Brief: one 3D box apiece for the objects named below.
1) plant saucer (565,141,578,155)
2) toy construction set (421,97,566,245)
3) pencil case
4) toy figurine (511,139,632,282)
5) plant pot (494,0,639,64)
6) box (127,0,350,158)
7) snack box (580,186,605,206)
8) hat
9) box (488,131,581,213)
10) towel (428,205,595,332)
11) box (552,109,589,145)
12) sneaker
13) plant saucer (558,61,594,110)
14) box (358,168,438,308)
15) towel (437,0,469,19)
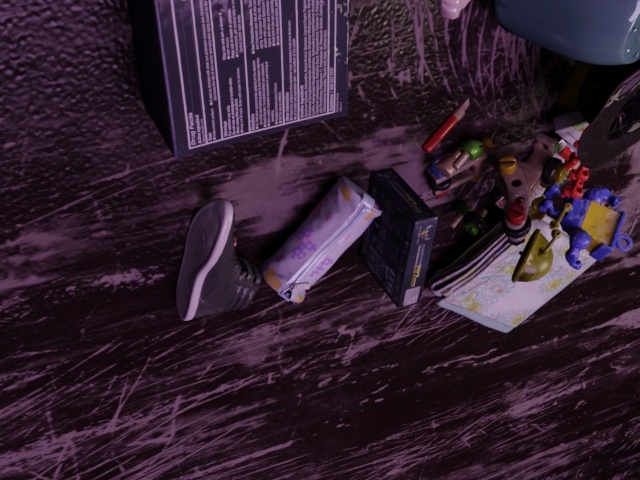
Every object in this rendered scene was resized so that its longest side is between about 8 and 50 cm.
[{"bbox_3d":[0.545,-0.150,1.923,0.067,0.018,0.192,10,121,-38],"label":"plant saucer"},{"bbox_3d":[0.361,-0.170,1.675,0.237,0.257,0.309,-49,128,-11],"label":"toy construction set"},{"bbox_3d":[0.000,0.000,1.628,0.113,0.124,0.273,41,100,-6],"label":"pencil case"},{"bbox_3d":[0.566,-0.028,1.696,0.362,0.217,0.191,-61,-174,-29],"label":"toy figurine"},{"bbox_3d":[0.490,-0.443,1.415,0.293,0.235,0.293,-34,149,-24],"label":"plant pot"},{"bbox_3d":[-0.124,-0.320,1.223,0.294,0.182,0.296,-18,132,-21],"label":"box"},{"bbox_3d":[0.661,-0.064,2.057,0.100,0.037,0.141,-8,130,-26],"label":"snack box"},{"bbox_3d":[0.597,-0.300,1.572,0.331,0.134,0.331,-26,150,-17],"label":"hat"},{"bbox_3d":[0.499,-0.139,1.871,0.207,0.036,0.114,-45,128,13],"label":"box"},{"bbox_3d":[0.478,0.080,1.984,0.320,0.090,0.374,-42,140,24],"label":"towel"},{"bbox_3d":[0.624,-0.261,1.773,0.186,0.038,0.145,-15,161,33],"label":"box"},{"bbox_3d":[-0.178,0.032,1.562,0.147,0.104,0.295,-5,135,-32],"label":"sneaker"},{"bbox_3d":[0.725,-0.402,1.774,0.333,0.081,0.332,1,125,-33],"label":"plant saucer"},{"bbox_3d":[0.155,-0.004,1.678,0.059,0.183,0.232,-13,132,-24],"label":"box"},{"bbox_3d":[0.249,-0.561,1.240,0.317,0.053,0.332,-53,148,-14],"label":"towel"}]
